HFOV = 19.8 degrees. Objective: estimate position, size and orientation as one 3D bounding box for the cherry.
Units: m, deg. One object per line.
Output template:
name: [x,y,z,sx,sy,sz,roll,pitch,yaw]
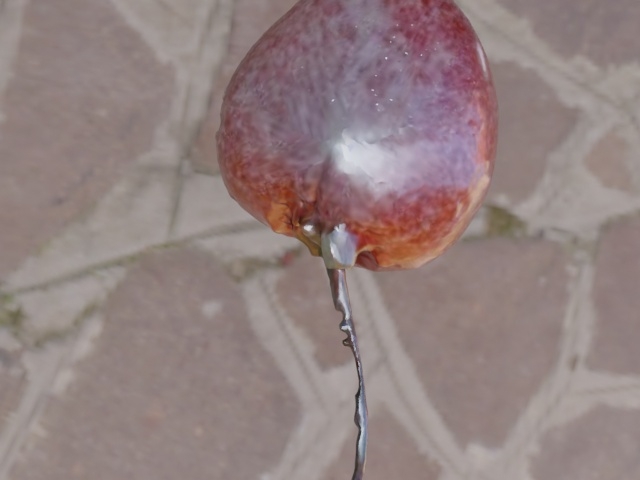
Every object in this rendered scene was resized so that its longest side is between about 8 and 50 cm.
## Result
cherry: [0.000,0.000,0.697,0.107,0.090,0.225,20,90,0]
